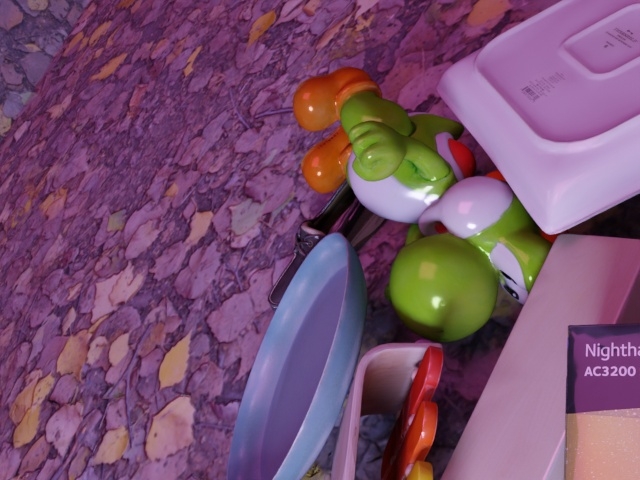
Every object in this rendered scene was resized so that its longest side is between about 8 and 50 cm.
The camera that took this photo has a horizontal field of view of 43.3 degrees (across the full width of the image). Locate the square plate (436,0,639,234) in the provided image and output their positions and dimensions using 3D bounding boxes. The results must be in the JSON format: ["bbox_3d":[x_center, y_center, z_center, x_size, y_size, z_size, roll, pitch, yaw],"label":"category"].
[{"bbox_3d":[0.314,-0.188,0.828,0.344,0.049,0.347,-28,35,6],"label":"square plate"}]

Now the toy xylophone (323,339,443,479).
[{"bbox_3d":[0.047,0.248,0.715,0.236,0.081,0.322,103,178,-53],"label":"toy xylophone"}]

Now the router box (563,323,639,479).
[{"bbox_3d":[0.312,0.174,0.497,0.309,0.081,0.242,-6,65,30],"label":"router box"}]

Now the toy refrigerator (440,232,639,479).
[{"bbox_3d":[0.217,0.134,0.702,0.102,0.094,0.269,7,64,57],"label":"toy refrigerator"}]

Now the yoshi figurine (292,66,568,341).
[{"bbox_3d":[0.088,-0.028,0.870,0.362,0.204,0.203,43,114,36],"label":"yoshi figurine"}]

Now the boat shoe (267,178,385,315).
[{"bbox_3d":[0.001,0.000,1.050,0.223,0.073,0.080,-48,34,0],"label":"boat shoe"}]

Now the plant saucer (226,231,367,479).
[{"bbox_3d":[-0.024,0.145,0.885,0.317,0.044,0.317,-61,14,26],"label":"plant saucer"}]
